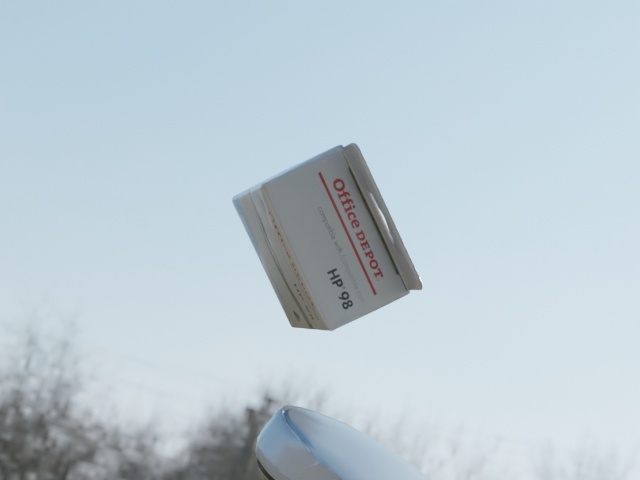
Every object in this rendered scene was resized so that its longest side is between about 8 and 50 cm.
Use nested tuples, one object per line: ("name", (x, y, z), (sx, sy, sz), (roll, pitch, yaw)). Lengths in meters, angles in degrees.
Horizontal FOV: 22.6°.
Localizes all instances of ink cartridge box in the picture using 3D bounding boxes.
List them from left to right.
("ink cartridge box", (0.000, 0.000, 1.040), (0.060, 0.104, 0.180), (-26, 2, -11))

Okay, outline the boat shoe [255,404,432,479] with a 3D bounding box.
("boat shoe", (0.063, 0.208, 0.901), (0.306, 0.105, 0.113), (39, 8, -30))
